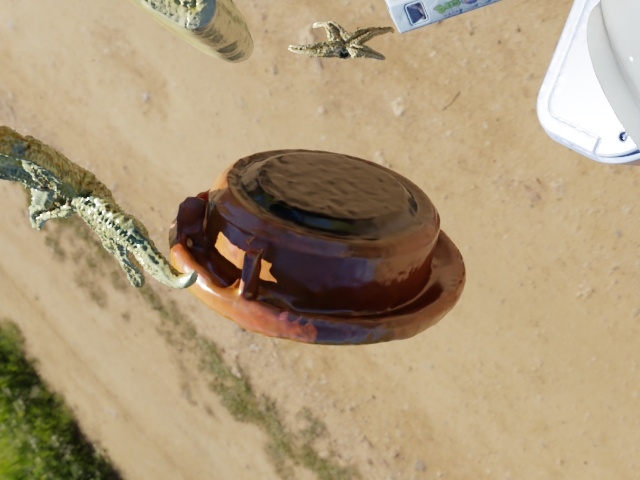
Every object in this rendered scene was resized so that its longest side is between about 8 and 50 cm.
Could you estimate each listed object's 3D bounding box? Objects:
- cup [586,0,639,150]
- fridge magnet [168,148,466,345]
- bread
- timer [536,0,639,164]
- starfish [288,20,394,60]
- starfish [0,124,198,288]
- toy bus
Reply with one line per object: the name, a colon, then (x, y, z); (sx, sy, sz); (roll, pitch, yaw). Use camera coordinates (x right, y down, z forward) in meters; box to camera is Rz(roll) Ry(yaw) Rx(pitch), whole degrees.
cup: (0.339, -0.210, 0.532); (0.327, 0.236, 0.323); (-37, 84, 45)
fridge magnet: (0.000, 0.000, 1.012); (0.363, 0.363, 0.155); (28, 123, 31)
bread: (-0.134, -0.230, 0.785); (0.139, 0.178, 0.060); (34, 95, 3)
timer: (0.626, -0.317, 1.587); (0.395, 0.173, 0.395); (-6, 83, 54)
starfish: (0.051, -0.492, 2.027); (0.247, 0.138, 0.050); (8, 139, 6)
starfish: (-0.293, -0.048, 0.918); (0.347, 0.078, 0.358); (34, 166, -30)
toy bus: (0.295, -0.540, 1.778); (0.329, 0.136, 0.109); (-14, 127, 24)
